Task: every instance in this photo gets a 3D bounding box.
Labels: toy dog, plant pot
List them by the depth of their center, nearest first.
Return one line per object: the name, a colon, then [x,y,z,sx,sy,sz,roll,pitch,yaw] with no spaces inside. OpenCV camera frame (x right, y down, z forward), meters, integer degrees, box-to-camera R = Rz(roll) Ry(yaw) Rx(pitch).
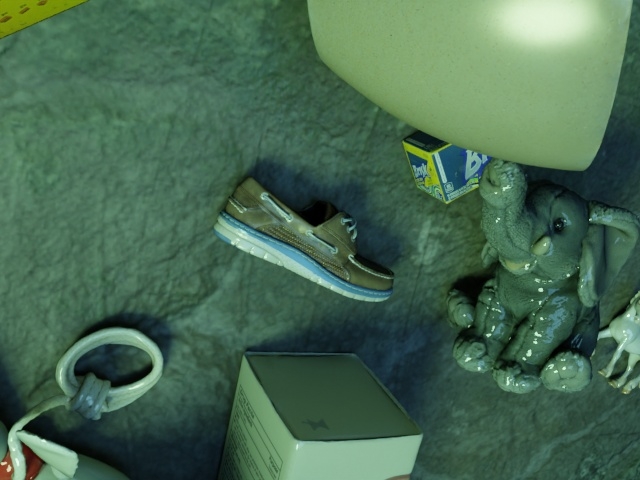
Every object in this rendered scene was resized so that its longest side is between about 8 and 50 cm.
plant pot: [0.095,-0.193,0.503,0.191,0.284,0.284,3,114,12]
toy dog: [-0.275,0.169,0.529,0.334,0.161,0.220,16,105,-28]

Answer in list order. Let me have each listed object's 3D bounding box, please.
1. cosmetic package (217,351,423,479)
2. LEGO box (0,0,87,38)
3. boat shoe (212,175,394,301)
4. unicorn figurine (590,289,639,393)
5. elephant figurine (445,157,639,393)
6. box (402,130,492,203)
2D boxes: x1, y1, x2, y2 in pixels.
cosmetic package: [-0.023,0.272,0.688,0.129,0.153,0.296,4,111,-25]
LEGO box: [-0.055,-0.343,0.262,0.500,0.193,0.372,-24,87,-3]
boat shoe: [0.000,0.000,0.632,0.183,0.066,0.066,23,100,-29]
unicorn figurine: [0.374,0.121,0.854,0.111,0.060,0.162,-51,137,3]
elephant figurine: [0.214,0.013,0.670,0.170,0.186,0.239,6,116,4]
box: [0.166,-0.101,0.664,0.169,0.059,0.054,-28,117,-10]
